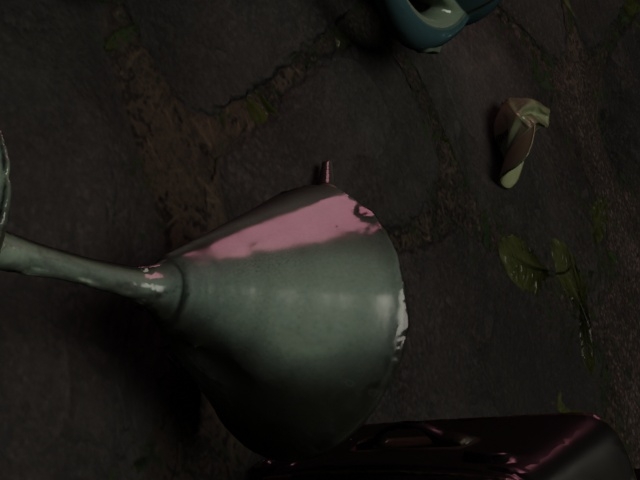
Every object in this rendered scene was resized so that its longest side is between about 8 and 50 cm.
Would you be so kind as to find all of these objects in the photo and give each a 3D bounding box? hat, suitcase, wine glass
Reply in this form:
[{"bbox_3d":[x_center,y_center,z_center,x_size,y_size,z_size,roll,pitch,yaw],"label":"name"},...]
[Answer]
[{"bbox_3d":[0.305,-0.156,1.818,0.122,0.081,0.166,90,21,-65],"label":"hat"},{"bbox_3d":[0.110,0.298,1.050,0.194,0.434,0.283,-24,97,-40],"label":"suitcase"},{"bbox_3d":[-0.155,0.036,0.969,0.406,0.267,0.267,17,64,-44],"label":"wine glass"}]

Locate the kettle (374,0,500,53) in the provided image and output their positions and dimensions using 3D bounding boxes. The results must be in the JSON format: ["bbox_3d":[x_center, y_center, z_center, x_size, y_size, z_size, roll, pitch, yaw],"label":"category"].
[{"bbox_3d":[0.130,-0.422,1.549,0.319,0.247,0.342,-54,131,-39],"label":"kettle"}]

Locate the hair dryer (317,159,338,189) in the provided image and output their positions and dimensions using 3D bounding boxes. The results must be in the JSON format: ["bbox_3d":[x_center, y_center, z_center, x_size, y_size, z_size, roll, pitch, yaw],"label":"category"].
[{"bbox_3d":[-0.008,-0.006,1.333,0.195,0.053,0.220,20,60,-48],"label":"hair dryer"}]
